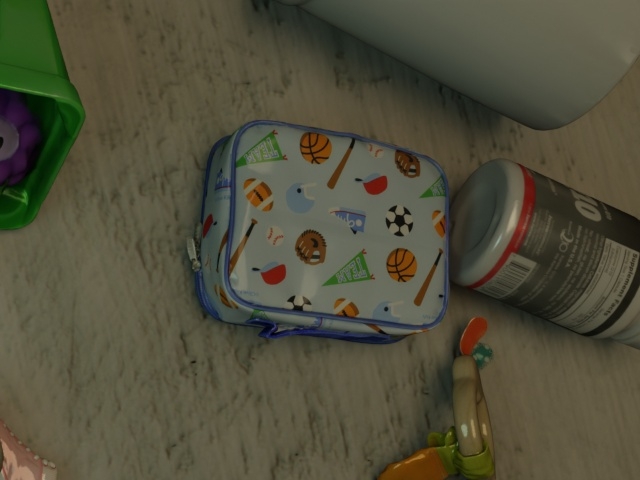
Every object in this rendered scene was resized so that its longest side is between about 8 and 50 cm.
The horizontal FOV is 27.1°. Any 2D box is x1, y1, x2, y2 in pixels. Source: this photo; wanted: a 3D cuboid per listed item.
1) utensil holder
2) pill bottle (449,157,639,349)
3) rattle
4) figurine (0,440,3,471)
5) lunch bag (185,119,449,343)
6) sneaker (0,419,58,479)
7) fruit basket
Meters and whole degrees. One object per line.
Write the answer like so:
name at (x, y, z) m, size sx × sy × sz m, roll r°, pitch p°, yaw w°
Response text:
utensil holder at (0.170, -0.344, 1.549) m, size 0.385 × 0.327 × 0.327 m, roll 26°, pitch 68°, yaw -21°
pill bottle at (0.303, 0.023, 1.609) m, size 0.283 × 0.161 × 0.161 m, roll 22°, pitch 69°, yaw -20°
rattle at (0.139, 0.197, 1.564) m, size 0.130 × 0.143 × 0.199 m, roll 31°, pitch 45°, yaw -50°
figurine at (-0.399, 0.267, 1.243) m, size 0.209 × 0.092 × 0.215 m, roll -13°, pitch 82°, yaw -3°
lunch bag at (0.000, 0.000, 1.500) m, size 0.303 × 0.115 × 0.243 m, roll 9°, pitch 77°, yaw -24°
sneaker at (-0.309, 0.220, 1.337) m, size 0.070 × 0.051 × 0.134 m, roll -13°, pitch 78°, yaw -40°
fruit basket at (-0.430, -0.070, 1.244) m, size 0.392 × 0.283 × 0.392 m, roll 14°, pitch 55°, yaw -21°
